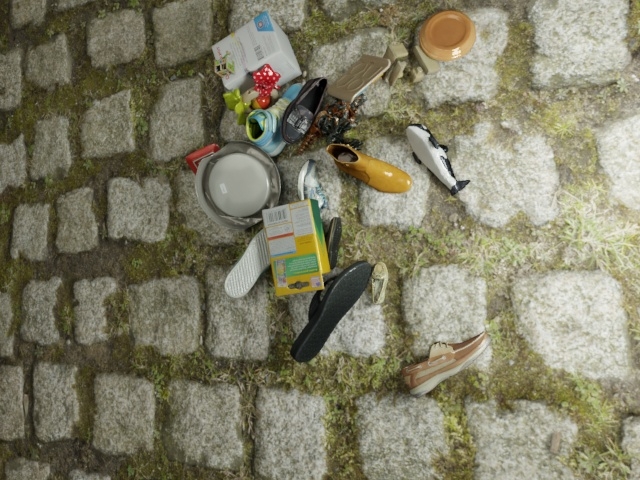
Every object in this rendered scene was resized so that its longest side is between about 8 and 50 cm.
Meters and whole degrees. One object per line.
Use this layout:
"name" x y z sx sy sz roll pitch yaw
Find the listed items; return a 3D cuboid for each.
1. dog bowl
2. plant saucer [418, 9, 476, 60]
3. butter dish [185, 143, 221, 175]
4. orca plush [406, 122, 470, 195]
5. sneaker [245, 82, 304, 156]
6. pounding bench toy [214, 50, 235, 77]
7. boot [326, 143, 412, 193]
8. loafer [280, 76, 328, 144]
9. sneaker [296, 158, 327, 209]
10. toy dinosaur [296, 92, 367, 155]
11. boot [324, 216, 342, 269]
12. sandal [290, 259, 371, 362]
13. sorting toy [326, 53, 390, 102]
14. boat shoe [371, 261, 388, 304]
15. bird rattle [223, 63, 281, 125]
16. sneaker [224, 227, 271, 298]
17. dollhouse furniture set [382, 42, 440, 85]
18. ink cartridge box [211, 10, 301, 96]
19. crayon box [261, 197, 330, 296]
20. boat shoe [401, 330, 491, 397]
"dog bowl" -0.316 -0.221 1.721 0.348 0.102 0.350 2 100 10
"plant saucer" 0.454 -0.739 1.541 0.199 0.037 0.200 -2 79 9
"butter dish" -0.460 -0.333 1.836 0.160 0.118 0.160 -21 120 13
"orca plush" 0.420 -0.302 1.497 0.102 0.151 0.287 -33 68 -18
"sneaker" -0.171 -0.495 1.685 0.127 0.208 0.319 30 95 23
"pounding bench toy" -0.372 -0.679 1.655 0.065 0.052 0.084 -6 84 22
"boot" 0.171 -0.253 1.525 0.294 0.211 0.104 23 94 21
"loafer" -0.060 -0.507 1.650 0.095 0.109 0.303 -6 55 57
"sneaker" -0.026 -0.169 1.665 0.122 0.110 0.284 6 93 10
"toy dinosaur" 0.053 -0.433 1.650 0.322 0.164 0.219 -51 51 27
"boot" 0.000 0.000 1.639 0.136 0.076 0.198 11 90 27
"sandal" 0.017 0.240 1.567 0.107 0.167 0.446 41 99 38
"sorting toy" 0.142 -0.603 1.615 0.208 0.038 0.193 -45 40 -1
"boat shoe" 0.209 0.153 1.554 0.056 0.048 0.153 7 87 21
"bird rattle" -0.254 -0.580 1.725 0.253 0.207 0.143 -37 78 15
"sneaker" -0.250 0.066 1.702 0.135 0.150 0.366 46 77 -9
"dollhouse furniture set" 0.326 -0.639 1.606 0.151 0.123 0.144 -19 75 -18
"ink cartridge box" -0.258 -0.728 1.749 0.269 0.197 0.198 -23 77 18
"crayon box" -0.086 0.027 1.576 0.202 0.083 0.324 -11 86 24
"boat shoe" 0.404 0.388 1.418 0.324 0.123 0.117 -38 70 12
